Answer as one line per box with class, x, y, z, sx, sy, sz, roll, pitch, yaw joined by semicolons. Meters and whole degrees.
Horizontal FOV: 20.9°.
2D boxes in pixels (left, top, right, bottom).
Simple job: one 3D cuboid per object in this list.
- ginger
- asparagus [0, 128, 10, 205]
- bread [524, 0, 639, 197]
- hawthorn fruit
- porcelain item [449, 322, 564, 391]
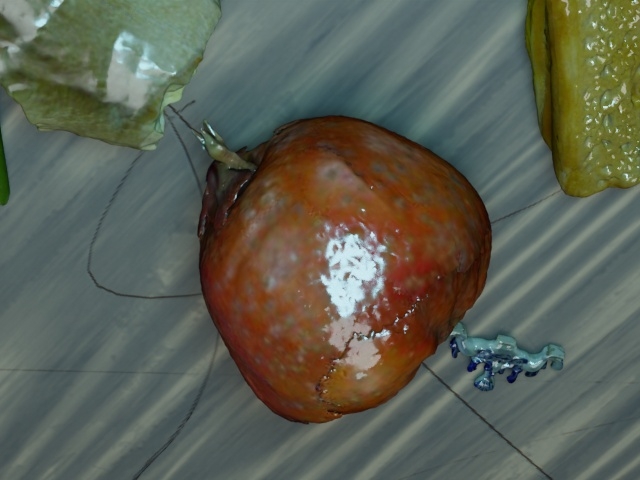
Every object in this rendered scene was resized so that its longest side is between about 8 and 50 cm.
ginger;-0.206;-0.200;1.494;0.221;0.130;0.276;-27;120;3
asparagus;-0.315;-0.102;1.608;0.045;0.041;0.178;23;140;18
bread;0.268;-0.215;1.509;0.185;0.109;0.380;-13;126;-2
hawthorn fruit;0.000;0.000;1.566;0.276;0.276;0.307;-39;99;22
porcelain item;0.178;0.128;1.790;0.136;0.021;0.075;14;127;-10
